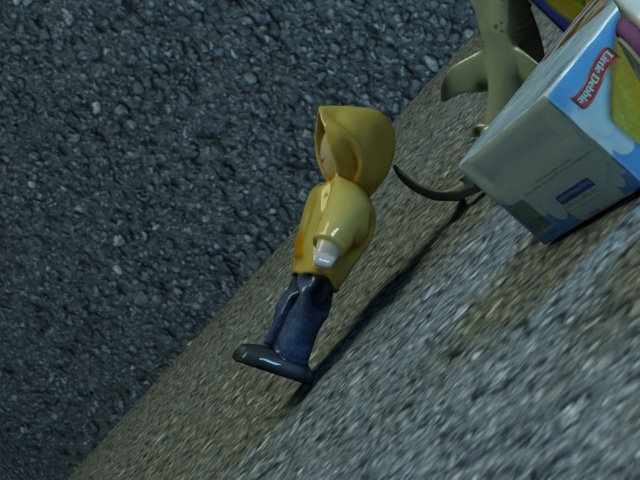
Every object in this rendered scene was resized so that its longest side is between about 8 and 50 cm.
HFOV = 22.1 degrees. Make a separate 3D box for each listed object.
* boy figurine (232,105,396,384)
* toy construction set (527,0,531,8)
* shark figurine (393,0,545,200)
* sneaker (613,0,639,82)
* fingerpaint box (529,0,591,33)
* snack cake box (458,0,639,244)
[{"bbox_3d":[0.000,0.000,1.624,0.177,0.092,0.285,-170,98,-84],"label":"boy figurine"},{"bbox_3d":[0.248,-0.291,1.686,0.309,0.257,0.237,106,-177,-47],"label":"toy construction set"},{"bbox_3d":[0.185,-0.121,1.575,0.116,0.166,0.278,-13,-49,-36],"label":"shark figurine"},{"bbox_3d":[0.239,-0.106,0.803,0.152,0.114,0.305,-35,9,2],"label":"sneaker"},{"bbox_3d":[0.215,-0.427,1.453,0.371,0.445,0.163,-51,6,-39],"label":"fingerpaint box"},{"bbox_3d":[0.225,-0.134,1.130,0.264,0.089,0.152,-50,3,-22],"label":"snack cake box"}]
